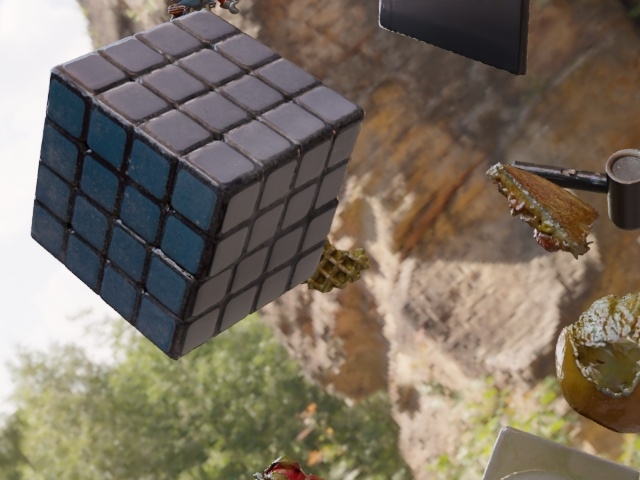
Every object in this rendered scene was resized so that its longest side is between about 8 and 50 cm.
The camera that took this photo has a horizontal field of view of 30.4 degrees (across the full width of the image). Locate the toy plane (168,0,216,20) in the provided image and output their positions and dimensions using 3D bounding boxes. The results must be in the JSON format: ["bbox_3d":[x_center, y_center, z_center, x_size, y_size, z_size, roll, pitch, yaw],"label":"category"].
[{"bbox_3d":[-0.215,-0.419,2.125,0.062,0.135,0.188,-2,17,20],"label":"toy plane"}]

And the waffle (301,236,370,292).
[{"bbox_3d":[0.001,0.001,2.123,0.149,0.194,0.051,-22,-12,14],"label":"waffle"}]

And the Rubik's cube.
[{"bbox_3d":[-0.191,-0.094,1.763,0.344,0.344,0.337,-34,-30,-44],"label":"Rubik's cube"}]

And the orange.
[{"bbox_3d":[0.327,0.130,1.256,0.156,0.156,0.134,-44,-17,18],"label":"orange"}]

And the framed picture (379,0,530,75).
[{"bbox_3d":[0.147,-0.344,1.345,0.014,0.255,0.339,-9,21,-22],"label":"framed picture"}]

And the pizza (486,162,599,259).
[{"bbox_3d":[0.330,-0.032,1.717,0.053,0.201,0.193,-56,16,26],"label":"pizza"}]

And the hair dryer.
[{"bbox_3d":[0.397,-0.089,1.865,0.070,0.255,0.128,-65,-29,-30],"label":"hair dryer"}]

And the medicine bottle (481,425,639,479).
[{"bbox_3d":[0.314,0.502,1.791,0.236,0.236,0.406,-3,-68,-77],"label":"medicine bottle"}]

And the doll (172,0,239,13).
[{"bbox_3d":[-0.124,-0.262,1.220,0.114,0.057,0.039,-5,38,11],"label":"doll"}]

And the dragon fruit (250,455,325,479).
[{"bbox_3d":[-0.053,0.361,1.532,0.160,0.166,0.172,-48,-13,-53],"label":"dragon fruit"}]
